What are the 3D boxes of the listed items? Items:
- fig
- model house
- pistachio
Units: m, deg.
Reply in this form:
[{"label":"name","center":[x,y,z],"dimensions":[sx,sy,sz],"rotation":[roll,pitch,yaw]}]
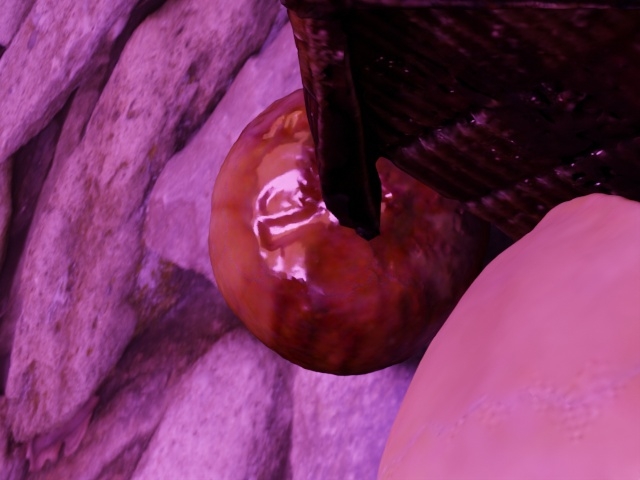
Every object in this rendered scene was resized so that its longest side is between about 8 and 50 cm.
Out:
[{"label":"fig","center":[-0.010,-0.002,0.986],"dimensions":[0.231,0.143,0.160],"rotation":[-9,78,54]},{"label":"model house","center":[0.093,-0.156,0.800],"dimensions":[0.297,0.282,0.317],"rotation":[-41,36,35]},{"label":"pistachio","center":[0.126,0.113,0.609],"dimensions":[0.321,0.229,0.238],"rotation":[-96,15,-60]}]
